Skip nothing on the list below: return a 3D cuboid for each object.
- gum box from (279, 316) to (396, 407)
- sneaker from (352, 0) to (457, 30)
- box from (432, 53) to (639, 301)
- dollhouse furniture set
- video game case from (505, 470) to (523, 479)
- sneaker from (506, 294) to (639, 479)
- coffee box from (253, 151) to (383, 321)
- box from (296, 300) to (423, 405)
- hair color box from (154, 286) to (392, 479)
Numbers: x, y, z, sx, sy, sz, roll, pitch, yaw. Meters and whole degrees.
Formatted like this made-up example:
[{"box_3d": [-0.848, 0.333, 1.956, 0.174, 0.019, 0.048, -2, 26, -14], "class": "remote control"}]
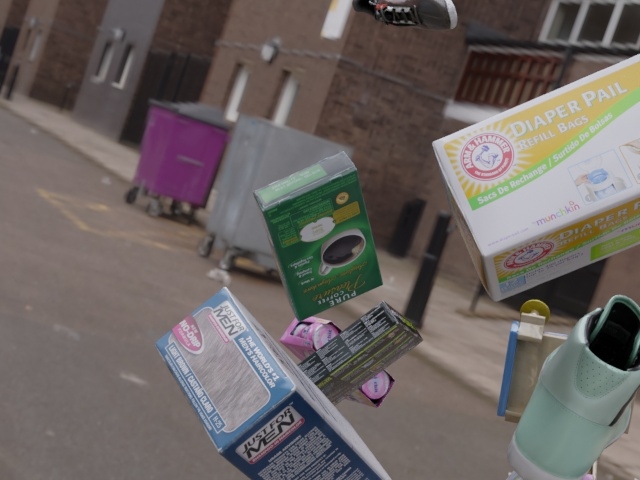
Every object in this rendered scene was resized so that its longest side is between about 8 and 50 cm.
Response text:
[{"box_3d": [0.026, 0.203, 1.720, 0.188, 0.062, 0.107, 44, -21, -25], "class": "gum box"}, {"box_3d": [0.105, -0.292, 1.291, 0.158, 0.065, 0.061, 26, -36, 42], "class": "sneaker"}, {"box_3d": [0.201, -0.049, 0.767, 0.203, 0.103, 0.114, -23, -25, 6], "class": "box"}, {"box_3d": [0.423, 0.241, 1.522, 0.287, 0.303, 0.198, 8, 18, 14], "class": "dollhouse furniture set"}, {"box_3d": [0.292, 0.251, 1.234, 0.023, 0.193, 0.212, 44, -31, 11], "class": "video game case"}, {"box_3d": [0.256, 0.109, 0.888, 0.094, 0.151, 0.256, 32, 26, 13], "class": "sneaker"}, {"box_3d": [0.000, 0.000, 1.108, 0.040, 0.113, 0.184, 57, -11, 45], "class": "coffee box"}, {"box_3d": [0.042, 0.167, 1.389, 0.045, 0.191, 0.184, 55, 7, 22], "class": "box"}, {"box_3d": [-0.035, 0.219, 1.152, 0.174, 0.105, 0.347, 49, -4, 42], "class": "hair color box"}]
